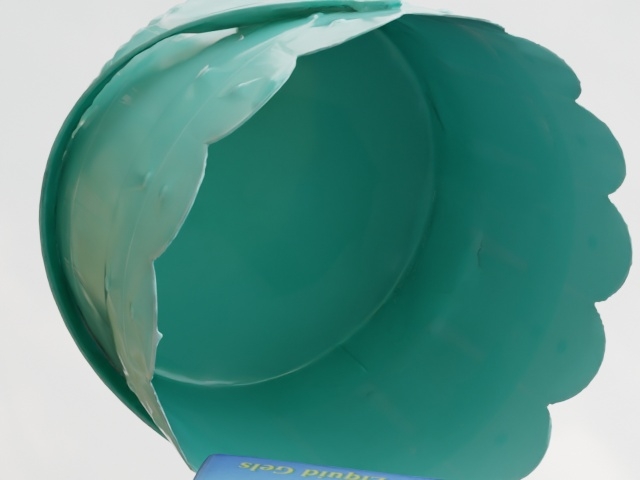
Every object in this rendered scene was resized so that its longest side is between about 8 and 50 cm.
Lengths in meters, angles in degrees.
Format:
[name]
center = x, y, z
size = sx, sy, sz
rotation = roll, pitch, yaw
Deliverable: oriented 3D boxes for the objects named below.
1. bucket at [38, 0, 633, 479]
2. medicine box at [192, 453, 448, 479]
[bucket]
center = 0.000, 0.000, 1.017
size = 0.183, 0.281, 0.281
rotation = 32, -29, 57
[medicine box]
center = 0.052, 0.207, 0.763
size = 0.289, 0.263, 0.149
rotation = -58, 154, -76
